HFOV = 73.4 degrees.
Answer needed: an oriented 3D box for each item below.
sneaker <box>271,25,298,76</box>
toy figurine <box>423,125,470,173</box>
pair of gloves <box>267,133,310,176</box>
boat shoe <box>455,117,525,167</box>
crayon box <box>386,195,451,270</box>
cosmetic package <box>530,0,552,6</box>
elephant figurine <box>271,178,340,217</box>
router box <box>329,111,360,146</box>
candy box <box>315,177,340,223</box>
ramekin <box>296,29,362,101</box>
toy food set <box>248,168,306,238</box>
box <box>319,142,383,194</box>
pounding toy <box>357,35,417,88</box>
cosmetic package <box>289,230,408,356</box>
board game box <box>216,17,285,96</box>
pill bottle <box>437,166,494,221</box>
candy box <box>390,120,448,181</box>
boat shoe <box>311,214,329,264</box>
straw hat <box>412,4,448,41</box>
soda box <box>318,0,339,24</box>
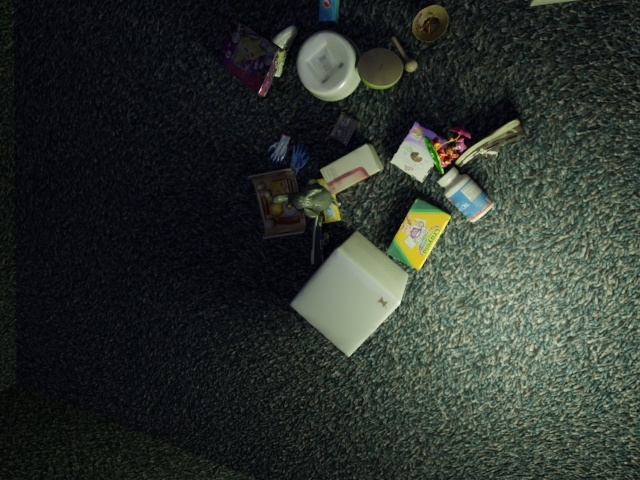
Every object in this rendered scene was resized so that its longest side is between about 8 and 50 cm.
[{"bbox_3d":[-0.181,-0.799,1.878,0.290,0.106,0.123,-36,93,31],"label":"sneaker"},{"bbox_3d":[0.517,-0.372,1.692,0.159,0.130,0.173,-29,117,8],"label":"toy figurine"},{"bbox_3d":[-0.151,-0.399,1.991,0.198,0.023,0.159,29,108,8],"label":"pair of gloves"},{"bbox_3d":[0.677,-0.372,1.711,0.285,0.103,0.092,-35,86,14],"label":"boat shoe"},{"bbox_3d":[0.426,-0.032,1.867,0.165,0.081,0.279,29,108,9],"label":"crayon box"},{"bbox_3d":[0.883,-0.927,1.529,0.237,0.107,0.127,-2,104,14],"label":"cosmetic package"},{"bbox_3d":[-0.060,-0.171,1.869,0.185,0.239,0.170,-29,90,25],"label":"elephant figurine"},{"bbox_3d":[0.106,-0.487,1.886,0.092,0.038,0.123,31,108,7],"label":"router box"},{"bbox_3d":[0.021,-0.185,1.983,0.105,0.027,0.206,-11,98,18],"label":"candy box"},{"bbox_3d":[0.032,-0.736,1.804,0.276,0.135,0.278,4,103,16],"label":"ramekin"},{"bbox_3d":[-0.206,-0.171,2.011,0.219,0.092,0.307,-8,103,19],"label":"toy food set"},{"bbox_3d":[0.137,-0.310,1.857,0.232,0.148,0.127,-26,94,20],"label":"box"},{"bbox_3d":[0.261,-0.699,1.777,0.236,0.110,0.183,-36,78,-9],"label":"pounding toy"},{"bbox_3d":[0.139,0.207,1.838,0.327,0.393,0.329,41,109,5],"label":"cosmetic package"},{"bbox_3d":[-0.310,-0.799,1.863,0.347,0.056,0.208,43,119,29],"label":"board game box"},{"bbox_3d":[0.590,-0.193,1.762,0.221,0.124,0.124,46,110,4],"label":"pill bottle"},{"bbox_3d":[0.415,-0.371,1.804,0.164,0.070,0.196,34,108,7],"label":"candy box"},{"bbox_3d":[0.000,0.000,1.989,0.078,0.095,0.255,4,111,2],"label":"boat shoe"},{"bbox_3d":[0.442,-0.849,1.697,0.144,0.061,0.145,4,97,32],"label":"straw hat"},{"bbox_3d":[0.039,-1.015,1.777,0.071,0.067,0.210,6,103,15],"label":"soda box"}]
